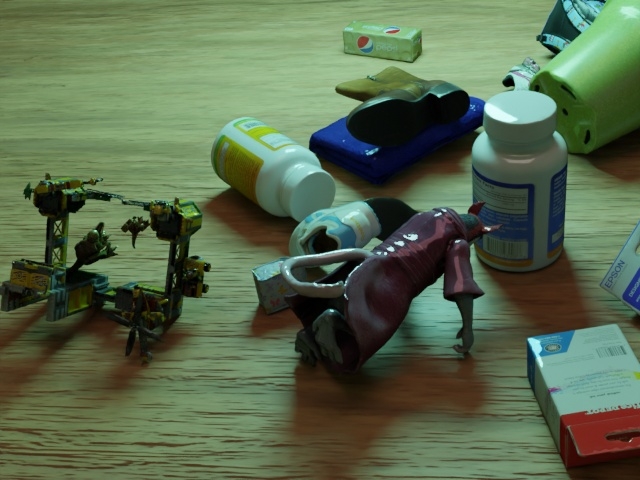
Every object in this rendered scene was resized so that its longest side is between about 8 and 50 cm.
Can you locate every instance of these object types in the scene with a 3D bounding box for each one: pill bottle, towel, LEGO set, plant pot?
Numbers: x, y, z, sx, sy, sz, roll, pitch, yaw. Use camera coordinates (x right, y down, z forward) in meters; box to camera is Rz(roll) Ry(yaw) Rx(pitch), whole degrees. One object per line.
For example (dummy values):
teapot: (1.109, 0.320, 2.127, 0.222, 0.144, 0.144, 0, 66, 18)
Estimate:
pill bottle: (0.321, -0.097, 1.677, 0.152, 0.272, 0.152, -4, 34, 3)
pill bottle: (-0.084, -0.125, 1.907, 0.136, 0.136, 0.245, -27, 39, -26)
towel: (0.157, -0.214, 2.060, 0.308, 0.076, 0.227, -28, 33, -27)
LEGO set: (-0.357, 0.027, 1.628, 0.331, 0.255, 0.192, 19, 13, 16)
plant pot: (0.547, -0.302, 1.976, 0.254, 0.276, 0.276, -33, 41, -16)

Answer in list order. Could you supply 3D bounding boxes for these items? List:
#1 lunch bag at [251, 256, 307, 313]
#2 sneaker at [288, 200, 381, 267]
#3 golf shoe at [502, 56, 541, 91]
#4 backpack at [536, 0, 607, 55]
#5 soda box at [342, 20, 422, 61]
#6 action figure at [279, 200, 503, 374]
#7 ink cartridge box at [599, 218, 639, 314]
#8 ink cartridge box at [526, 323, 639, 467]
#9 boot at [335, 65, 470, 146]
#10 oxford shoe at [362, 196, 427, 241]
lunch bag: (-0.062, 0.069, 1.681, 0.083, 0.071, 0.053, -20, 34, -13)
sneaker: (0.000, 0.000, 1.679, 0.092, 0.087, 0.228, -33, 3, -32)
golf shoe: (0.447, -0.308, 2.156, 0.086, 0.067, 0.186, -36, 37, 5)
backpack: (0.580, -0.454, 2.260, 0.117, 0.158, 0.173, -7, 44, -32)
soda box: (0.145, -0.466, 2.426, 0.181, 0.061, 0.058, 14, 39, 27)
action figure: (0.109, 0.034, 1.549, 0.370, 0.276, 0.248, -38, 37, -17)
ink cartridge box: (0.545, 0.035, 1.528, 0.045, 0.206, 0.208, 17, 17, -42)
ink cartridge box: (0.370, 0.219, 1.382, 0.134, 0.078, 0.231, -9, 34, -1)
boot: (0.108, -0.280, 2.018, 0.264, 0.096, 0.280, -24, 31, -21)
oxford shoe: (0.126, -0.027, 1.740, 0.212, 0.076, 0.076, 13, -4, -41)
